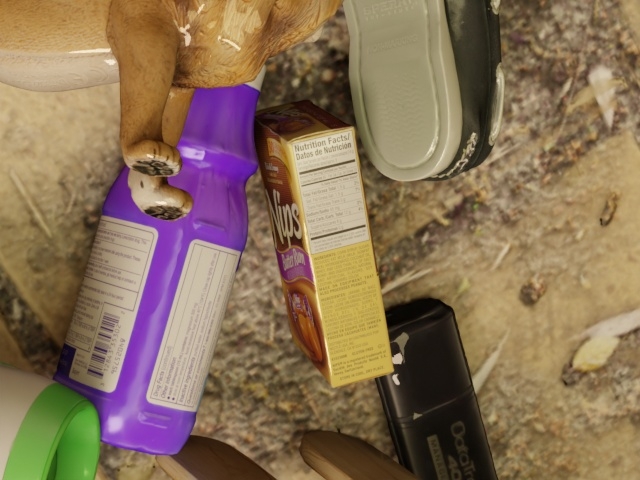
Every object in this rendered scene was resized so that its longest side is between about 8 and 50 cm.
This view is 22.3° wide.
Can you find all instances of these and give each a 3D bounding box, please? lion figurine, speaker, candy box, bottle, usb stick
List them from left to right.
[{"bbox_3d":[-0.301,0.124,1.060,0.297,0.131,0.131,12,103,11],"label":"speaker"},{"bbox_3d":[-0.175,-0.137,1.046,0.392,0.142,0.240,1,69,7],"label":"lion figurine"},{"bbox_3d":[-0.107,0.003,1.139,0.092,0.118,0.282,17,87,-31],"label":"bottle"},{"bbox_3d":[0.000,0.000,1.175,0.053,0.109,0.186,-13,108,-13],"label":"candy box"},{"bbox_3d":[0.100,0.177,1.287,0.077,0.045,0.278,-22,110,-16],"label":"usb stick"}]

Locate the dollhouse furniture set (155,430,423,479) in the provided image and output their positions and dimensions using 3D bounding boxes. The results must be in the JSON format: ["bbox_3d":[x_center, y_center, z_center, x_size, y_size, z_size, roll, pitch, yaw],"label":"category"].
[{"bbox_3d":[-0.156,0.313,1.201,0.394,0.256,0.362,6,105,-38],"label":"dollhouse furniture set"}]

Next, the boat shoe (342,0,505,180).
[{"bbox_3d":[0.070,-0.194,1.151,0.091,0.114,0.302,-9,101,-53],"label":"boat shoe"}]
